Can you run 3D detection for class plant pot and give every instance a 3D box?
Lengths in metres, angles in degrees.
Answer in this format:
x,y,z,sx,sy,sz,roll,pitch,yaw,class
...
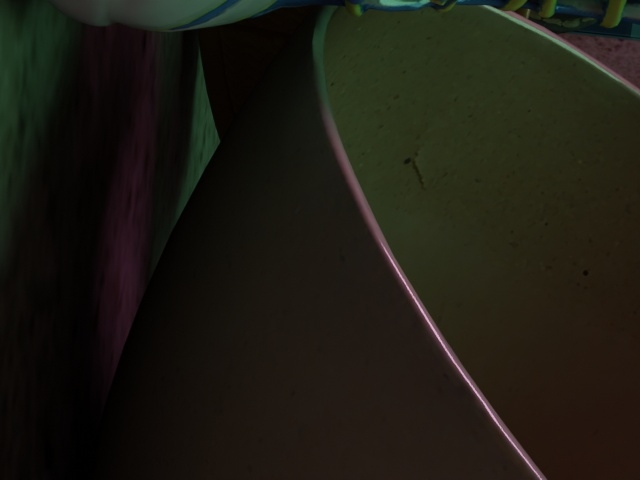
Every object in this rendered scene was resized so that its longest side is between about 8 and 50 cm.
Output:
x,y,z,sx,sy,sz,roll,pitch,yaw,class
0.048,0.101,0.482,0.191,0.284,0.284,-46,-168,22,plant pot

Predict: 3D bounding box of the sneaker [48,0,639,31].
x,y,z,sx,sy,sz,roll,pitch,yaw,class
0.045,-0.086,0.416,0.240,0.126,0.091,-46,162,-51,sneaker

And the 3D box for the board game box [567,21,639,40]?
x,y,z,sx,sy,sz,roll,pitch,yaw,class
0.155,-0.292,1.206,0.079,0.253,0.336,-78,174,-59,board game box

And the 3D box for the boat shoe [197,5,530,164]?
x,y,z,sx,sy,sz,roll,pitch,yaw,class
0.020,-0.138,0.583,0.096,0.098,0.277,-67,161,-75,boat shoe

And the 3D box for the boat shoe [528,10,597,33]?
x,y,z,sx,sy,sz,roll,pitch,yaw,class
0.045,-0.238,0.699,0.130,0.132,0.355,-23,-112,48,boat shoe
